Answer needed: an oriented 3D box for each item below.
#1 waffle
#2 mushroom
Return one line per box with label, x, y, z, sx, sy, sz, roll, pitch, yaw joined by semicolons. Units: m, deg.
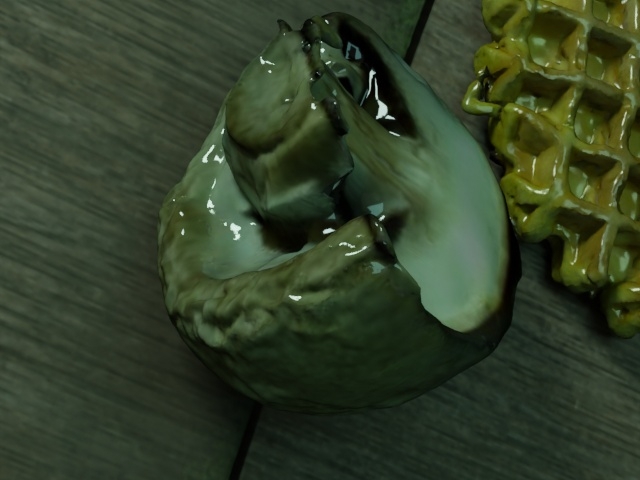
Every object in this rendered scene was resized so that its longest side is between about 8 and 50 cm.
waffle;0.236;-0.092;1.145;0.329;0.062;0.329;5;78;-24
mushroom;0.004;0.002;0.964;0.189;0.164;0.267;35;28;-40
